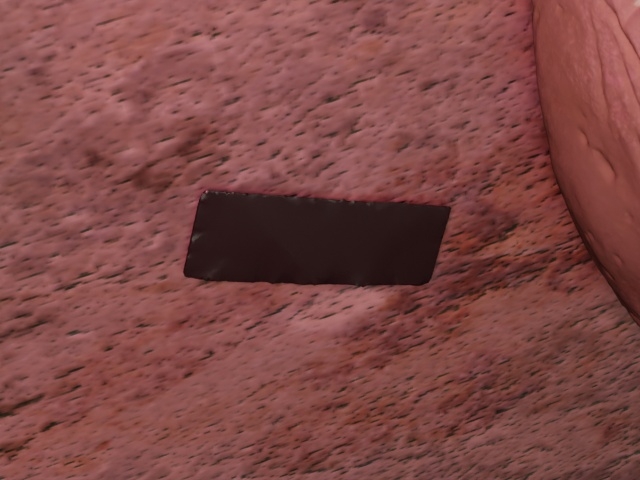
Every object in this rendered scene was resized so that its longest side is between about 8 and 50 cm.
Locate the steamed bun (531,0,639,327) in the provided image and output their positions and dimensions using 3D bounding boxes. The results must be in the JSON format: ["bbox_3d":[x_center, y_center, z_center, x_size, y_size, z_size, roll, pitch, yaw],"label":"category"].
[{"bbox_3d":[0.295,-0.065,0.799,0.247,0.236,0.384,-24,125,-3],"label":"steamed bun"}]

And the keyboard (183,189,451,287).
[{"bbox_3d":[-0.001,-0.001,0.868,0.196,0.015,0.074,2,116,-22],"label":"keyboard"}]
